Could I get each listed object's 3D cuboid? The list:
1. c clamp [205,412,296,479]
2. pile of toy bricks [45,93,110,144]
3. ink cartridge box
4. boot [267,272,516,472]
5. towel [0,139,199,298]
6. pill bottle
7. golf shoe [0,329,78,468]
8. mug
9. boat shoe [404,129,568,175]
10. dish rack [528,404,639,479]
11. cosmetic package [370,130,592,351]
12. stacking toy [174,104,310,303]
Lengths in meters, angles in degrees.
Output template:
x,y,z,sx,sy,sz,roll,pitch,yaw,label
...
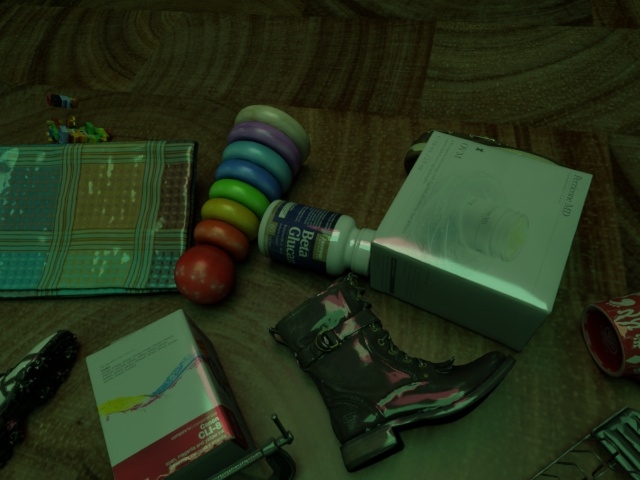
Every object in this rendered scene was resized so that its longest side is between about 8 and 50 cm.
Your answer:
x,y,z,sx,sy,sz,roll,pitch,yaw,label
-0.093,0.261,0.482,0.161,0.137,0.022,-31,41,-7,c clamp
-0.473,-0.213,0.874,0.105,0.118,0.212,-3,35,-40,pile of toy bricks
-0.177,0.201,0.530,0.127,0.128,0.176,-28,58,-11,ink cartridge box
0.082,0.135,0.565,0.263,0.091,0.229,-25,58,-7,boot
-0.393,-0.041,0.727,0.370,0.040,0.271,-2,76,6,towel
0.000,0.000,0.662,0.169,0.094,0.094,14,59,16,pill bottle
-0.424,0.201,0.595,0.094,0.077,0.198,18,59,18,golf shoe
0.429,0.120,0.521,0.169,0.113,0.150,-11,54,4,mug
0.275,-0.136,0.721,0.258,0.095,0.095,16,54,18,boat shoe
0.301,0.303,0.428,0.272,0.074,0.208,-31,59,-8,dish rack
0.217,-0.007,0.615,0.225,0.138,0.224,22,62,19,cosmetic package
-0.136,-0.054,0.704,0.141,0.141,0.330,15,65,17,stacking toy
